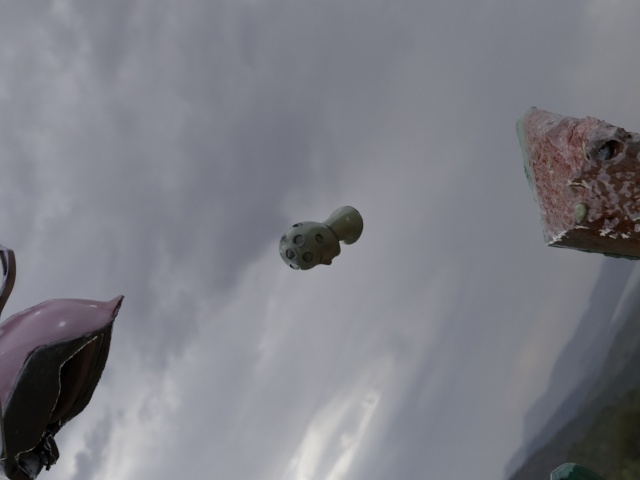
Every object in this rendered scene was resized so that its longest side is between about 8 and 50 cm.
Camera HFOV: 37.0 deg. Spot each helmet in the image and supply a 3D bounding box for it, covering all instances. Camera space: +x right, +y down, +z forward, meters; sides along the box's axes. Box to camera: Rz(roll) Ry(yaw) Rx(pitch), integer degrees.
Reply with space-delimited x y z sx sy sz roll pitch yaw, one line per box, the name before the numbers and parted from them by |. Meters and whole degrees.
helmet | -0.349 0.163 1.154 0.253 0.154 0.198 -80 10 -45

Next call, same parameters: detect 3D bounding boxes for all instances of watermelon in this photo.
watermelon | 0.295 -0.053 0.936 0.256 0.192 0.140 -159 83 -85

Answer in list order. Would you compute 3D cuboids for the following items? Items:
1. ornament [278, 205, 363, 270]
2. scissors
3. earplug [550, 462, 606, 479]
ornament | 0.000 0.000 1.460 0.075 0.081 0.156 -41 -8 35
scissors | -0.280 0.089 0.800 0.015 0.100 0.189 2 -105 -57
earplug | 0.282 0.435 1.272 0.280 0.164 0.257 -35 -20 -7
